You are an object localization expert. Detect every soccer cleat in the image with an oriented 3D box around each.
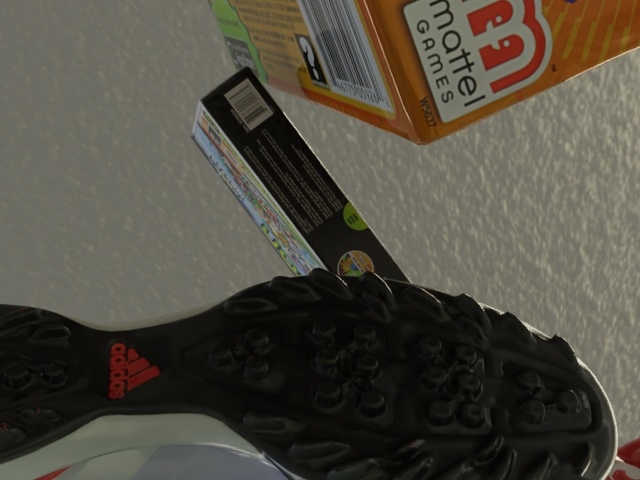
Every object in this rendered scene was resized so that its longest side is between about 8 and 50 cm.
[{"bbox_3d":[-0.048,0.087,0.443,0.318,0.116,0.109,-2,-136,-4],"label":"soccer cleat"}]

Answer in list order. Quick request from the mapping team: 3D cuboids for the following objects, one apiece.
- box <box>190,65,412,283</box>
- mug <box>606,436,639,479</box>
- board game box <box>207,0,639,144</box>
[{"bbox_3d":[0.000,0.000,0.676,0.036,0.114,0.207,-37,-89,-10],"label":"box"},{"bbox_3d":[0.226,0.180,0.691,0.169,0.113,0.150,17,-128,2],"label":"mug"},{"bbox_3d":[0.085,-0.306,0.611,0.356,0.356,0.356,-26,-71,-10],"label":"board game box"}]
